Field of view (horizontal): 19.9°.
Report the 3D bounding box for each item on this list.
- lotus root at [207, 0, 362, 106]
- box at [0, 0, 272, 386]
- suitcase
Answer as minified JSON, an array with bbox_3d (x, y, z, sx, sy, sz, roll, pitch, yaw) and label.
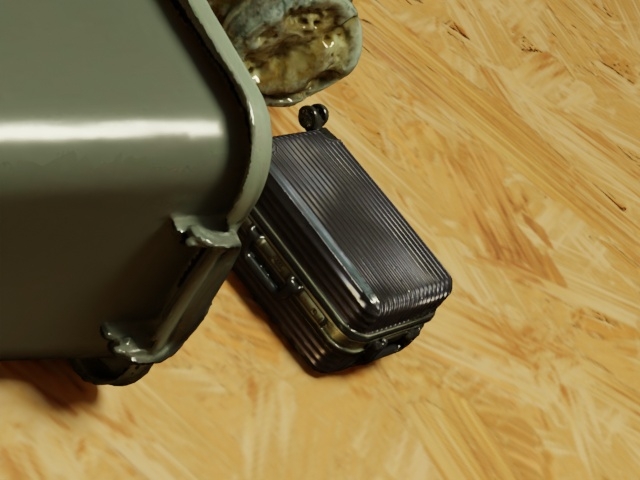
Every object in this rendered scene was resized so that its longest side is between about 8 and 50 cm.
[{"bbox_3d":[-0.079,-0.231,0.981,0.175,0.175,0.349,6,41,-45],"label":"lotus root"},{"bbox_3d":[-0.143,-0.064,0.706,0.135,0.163,0.243,-3,52,-40],"label":"box"},{"bbox_3d":[0.000,0.000,0.873,0.126,0.059,0.086,51,32,17],"label":"suitcase"}]
